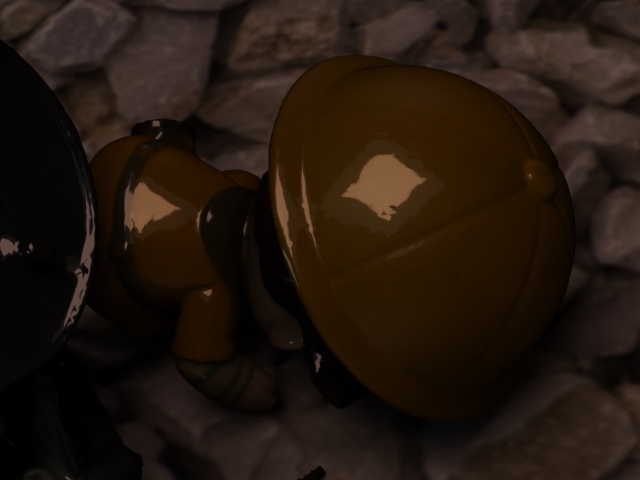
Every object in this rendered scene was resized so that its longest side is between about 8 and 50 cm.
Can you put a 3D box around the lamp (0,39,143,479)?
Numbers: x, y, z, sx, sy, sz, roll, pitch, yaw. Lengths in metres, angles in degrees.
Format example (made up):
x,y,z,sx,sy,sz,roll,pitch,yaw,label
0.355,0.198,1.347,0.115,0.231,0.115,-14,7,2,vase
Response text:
x,y,z,sx,sy,sz,roll,pitch,yaw,label
-0.251,-0.001,0.911,0.205,0.374,0.272,-35,26,-33,lamp

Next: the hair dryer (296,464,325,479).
x,y,z,sx,sy,sz,roll,pitch,yaw,label
-0.016,0.145,0.910,0.079,0.031,0.083,34,59,21,hair dryer

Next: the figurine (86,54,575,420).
x,y,z,sx,sy,sz,roll,pitch,yaw,label
-0.001,-0.002,0.928,0.257,0.167,0.192,-2,67,16,figurine
